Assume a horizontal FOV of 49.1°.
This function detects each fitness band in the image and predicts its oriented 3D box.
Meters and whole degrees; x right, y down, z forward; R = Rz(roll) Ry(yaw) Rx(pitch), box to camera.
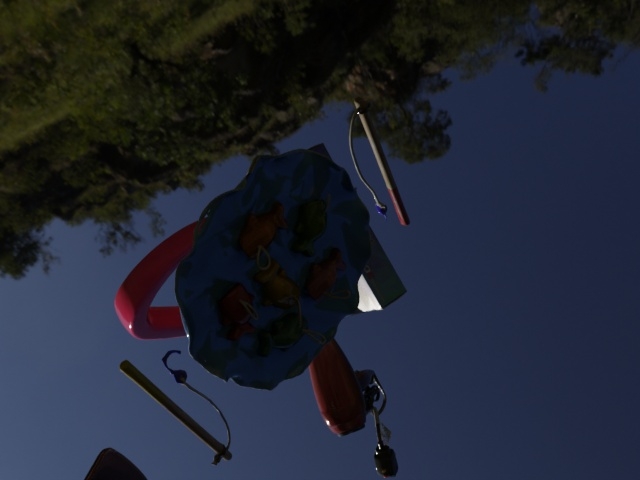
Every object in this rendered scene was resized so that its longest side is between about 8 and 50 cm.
[{"bbox_3d":[-0.155,0.055,0.962,0.209,0.291,0.054,-44,-108,11],"label":"fitness band"}]

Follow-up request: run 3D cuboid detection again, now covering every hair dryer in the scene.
[{"bbox_3d":[0.045,0.265,1.248,0.080,0.293,0.223,-24,-151,9],"label":"hair dryer"}]

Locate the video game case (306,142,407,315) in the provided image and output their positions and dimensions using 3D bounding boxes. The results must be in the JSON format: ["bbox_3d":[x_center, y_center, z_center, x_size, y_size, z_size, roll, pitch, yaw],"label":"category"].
[{"bbox_3d":[0.000,0.000,1.173,0.061,0.244,0.269,-31,-88,-26],"label":"video game case"}]

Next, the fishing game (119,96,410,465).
[{"bbox_3d":[-0.019,0.024,0.508,0.041,0.189,0.264,20,-122,41],"label":"fishing game"}]

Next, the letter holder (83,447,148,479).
[{"bbox_3d":[-0.306,0.516,1.210,0.152,0.301,0.214,10,-127,18],"label":"letter holder"}]
